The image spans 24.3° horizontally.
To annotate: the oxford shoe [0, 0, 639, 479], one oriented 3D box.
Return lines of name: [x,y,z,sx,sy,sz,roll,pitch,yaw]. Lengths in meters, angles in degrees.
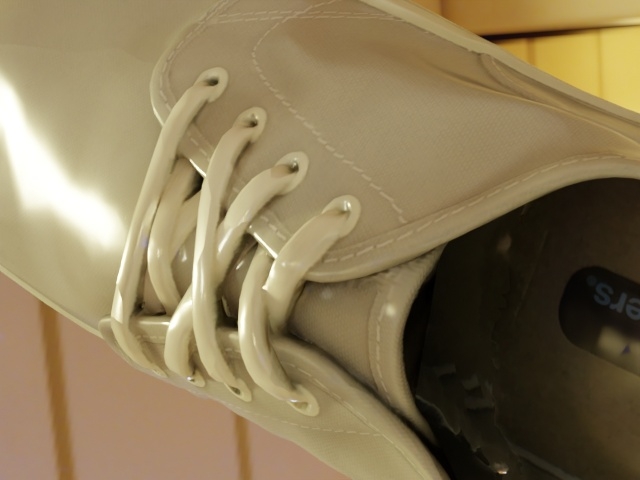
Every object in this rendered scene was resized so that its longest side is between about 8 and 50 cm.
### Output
oxford shoe: [0.000,0.000,0.492,0.130,0.449,0.169,-12,-62,-50]
